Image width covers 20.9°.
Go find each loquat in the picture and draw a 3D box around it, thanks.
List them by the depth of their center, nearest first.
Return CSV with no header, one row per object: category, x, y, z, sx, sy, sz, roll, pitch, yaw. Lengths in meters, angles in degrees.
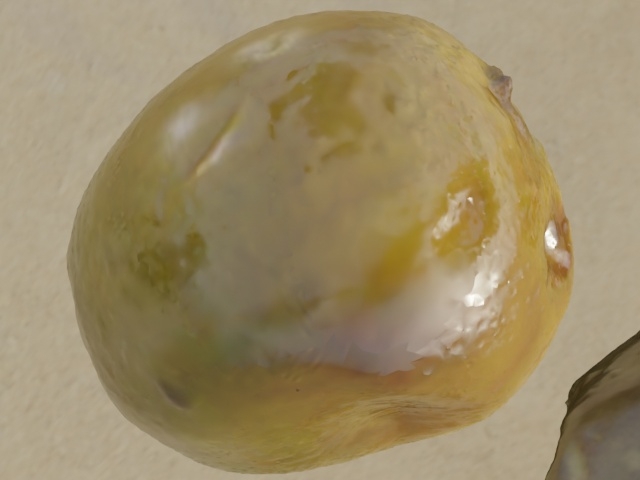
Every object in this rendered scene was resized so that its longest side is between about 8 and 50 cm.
loquat,0.000,0.000,1.018,0.276,0.284,0.276,52,23,-33

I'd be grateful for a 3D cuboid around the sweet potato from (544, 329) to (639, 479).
sweet potato,0.208,0.033,0.584,0.370,0.158,0.158,-39,87,-9
